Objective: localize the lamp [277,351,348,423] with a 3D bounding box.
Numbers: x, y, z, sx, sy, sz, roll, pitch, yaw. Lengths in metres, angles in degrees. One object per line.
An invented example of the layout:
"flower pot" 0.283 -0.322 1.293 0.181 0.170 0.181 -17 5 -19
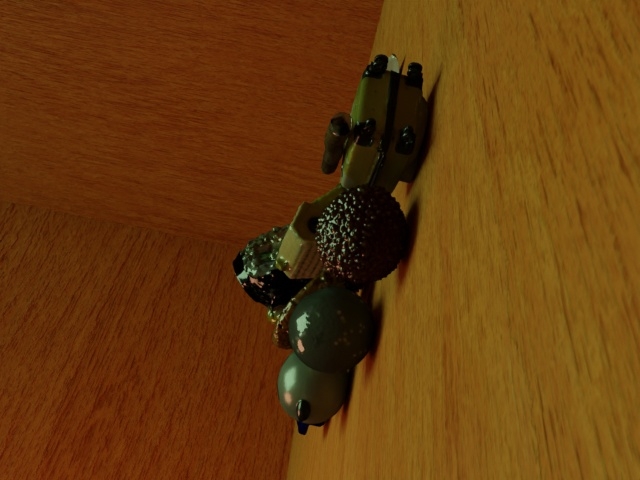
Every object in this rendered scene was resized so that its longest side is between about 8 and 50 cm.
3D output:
"lamp" -0.016 0.367 1.603 0.244 0.198 0.197 79 -159 -72

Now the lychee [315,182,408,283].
"lychee" 0.077 -0.016 1.158 0.188 0.188 0.188 -169 90 -88

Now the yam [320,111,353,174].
"yam" 0.026 -0.182 1.243 0.045 0.045 0.327 -59 0 -8

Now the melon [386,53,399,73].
"melon" 0.180 -0.460 1.847 0.139 0.093 0.202 -67 -4 -60

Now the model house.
"model house" 0.000 0.000 1.638 0.234 0.174 0.193 -33 -16 -31

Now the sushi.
"sushi" -0.074 0.123 1.929 0.328 0.329 0.285 -127 17 -65

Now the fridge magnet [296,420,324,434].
"fridge magnet" -0.021 0.463 1.929 0.265 0.113 0.265 -169 90 -89

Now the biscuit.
"biscuit" 0.013 0.149 1.571 0.334 0.081 0.289 -45 -16 -12

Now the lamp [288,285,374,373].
"lamp" 0.055 0.169 1.380 0.314 0.182 0.181 -31 -42 -57

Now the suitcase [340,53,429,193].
"suitcase" 0.127 -0.210 1.224 0.235 0.143 0.193 108 173 -63
